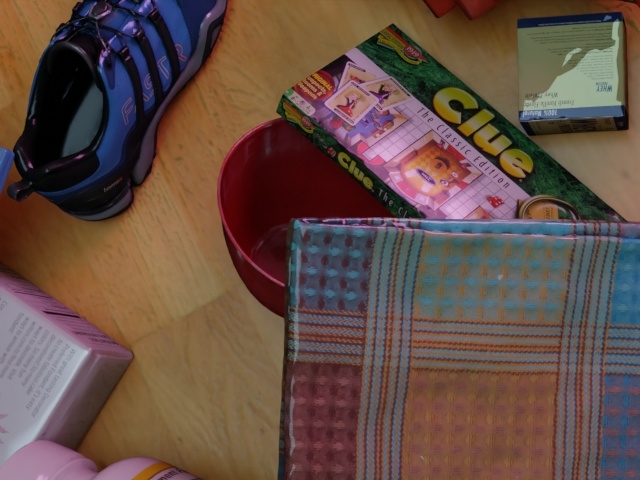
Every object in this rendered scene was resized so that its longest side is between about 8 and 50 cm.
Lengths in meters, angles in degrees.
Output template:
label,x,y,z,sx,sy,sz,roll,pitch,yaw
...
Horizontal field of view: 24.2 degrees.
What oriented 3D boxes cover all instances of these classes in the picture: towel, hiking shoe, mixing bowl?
label,x,y,z,sx,sy,sz,roll,pitch,yaw
towel,0.154,0.119,1.071,0.370,0.040,0.271,2,90,-13
hiking shoe,-0.162,-0.164,1.244,0.113,0.132,0.304,17,88,16
mixing bowl,0.000,0.000,1.179,0.181,0.098,0.181,7,52,-9

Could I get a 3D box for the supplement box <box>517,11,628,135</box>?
label,x,y,z,sx,sy,sz,roll,pitch,yaw
supplement box,0.200,-0.130,1.179,0.083,0.056,0.083,-2,82,15

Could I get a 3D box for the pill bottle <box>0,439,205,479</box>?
label,x,y,z,sx,sy,sz,roll,pitch,yaw
pill bottle,-0.101,0.281,1.141,0.334,0.188,0.188,21,89,17

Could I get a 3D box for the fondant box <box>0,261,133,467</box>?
label,x,y,z,sx,sy,sz,roll,pitch,yaw
fondant box,-0.363,0.109,1.285,0.330,0.096,0.238,32,92,18

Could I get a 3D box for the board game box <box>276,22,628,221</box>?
label,x,y,z,sx,sy,sz,roll,pitch,yaw
board game box,0.103,-0.058,1.172,0.260,0.030,0.136,42,52,16

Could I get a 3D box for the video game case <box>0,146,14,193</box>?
label,x,y,z,sx,sy,sz,roll,pitch,yaw
video game case,-0.333,-0.037,1.221,0.166,0.015,0.119,18,87,30

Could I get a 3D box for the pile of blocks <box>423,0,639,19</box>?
label,x,y,z,sx,sy,sz,roll,pitch,yaw
pile of blocks,0.157,-0.224,1.171,0.362,0.149,0.112,11,97,28
